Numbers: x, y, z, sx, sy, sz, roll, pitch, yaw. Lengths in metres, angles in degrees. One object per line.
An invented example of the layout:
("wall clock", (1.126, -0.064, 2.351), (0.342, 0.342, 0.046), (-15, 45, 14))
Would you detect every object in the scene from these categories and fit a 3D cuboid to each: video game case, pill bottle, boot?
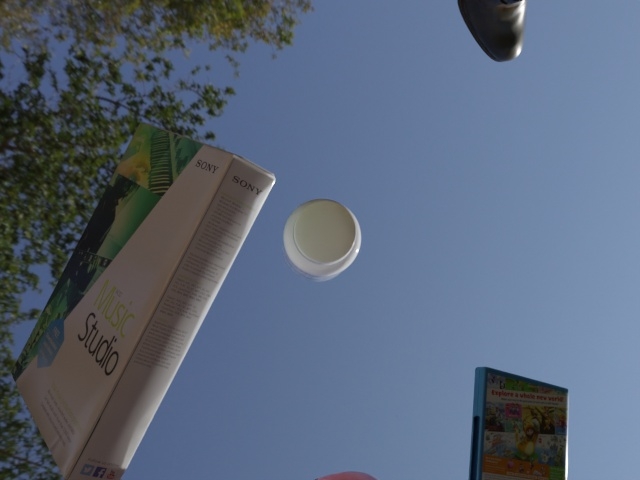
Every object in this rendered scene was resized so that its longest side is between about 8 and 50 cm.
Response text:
("video game case", (0.180, 0.207, 0.634), (0.119, 0.015, 0.166), (19, -111, -30))
("pill bottle", (0.000, 0.000, 0.805), (0.087, 0.160, 0.087), (0, -97, -4))
("boot", (0.201, -0.267, 0.758), (0.082, 0.219, 0.106), (-25, -136, 3))

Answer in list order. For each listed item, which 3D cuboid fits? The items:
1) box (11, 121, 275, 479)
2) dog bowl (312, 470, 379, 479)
("box", (-0.192, 0.044, 0.708), (0.232, 0.058, 0.322), (24, -94, 52))
("dog bowl", (-0.049, 0.368, 0.621), (0.408, 0.408, 0.150), (-32, -91, -2))
